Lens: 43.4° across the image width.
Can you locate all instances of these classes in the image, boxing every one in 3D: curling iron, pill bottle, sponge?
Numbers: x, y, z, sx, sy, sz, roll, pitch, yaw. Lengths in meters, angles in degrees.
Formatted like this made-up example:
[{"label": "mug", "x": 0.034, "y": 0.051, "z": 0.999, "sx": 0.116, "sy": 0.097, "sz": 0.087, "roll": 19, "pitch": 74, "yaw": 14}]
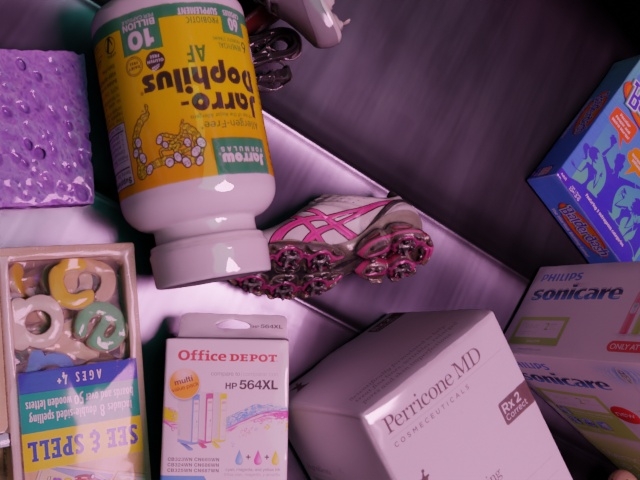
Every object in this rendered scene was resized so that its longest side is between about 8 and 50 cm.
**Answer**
[{"label": "curling iron", "x": 0.010, "y": -0.231, "z": 0.734, "sx": 0.068, "sy": 0.035, "sz": 0.274, "roll": 46, "pitch": 67, "yaw": -11}, {"label": "pill bottle", "x": -0.098, "y": -0.072, "z": 0.605, "sx": 0.117, "sy": 0.117, "sz": 0.208, "roll": -8, "pitch": 85, "yaw": -30}, {"label": "sponge", "x": -0.269, "y": -0.077, "z": 0.566, "sx": 0.210, "sy": 0.031, "sz": 0.117, "roll": -5, "pitch": 88, "yaw": -30}]

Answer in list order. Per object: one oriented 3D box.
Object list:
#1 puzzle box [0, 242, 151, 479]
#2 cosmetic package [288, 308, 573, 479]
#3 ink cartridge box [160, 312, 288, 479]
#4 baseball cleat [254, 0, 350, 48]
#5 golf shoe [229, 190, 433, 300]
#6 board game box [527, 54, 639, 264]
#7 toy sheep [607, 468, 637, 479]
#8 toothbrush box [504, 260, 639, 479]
[{"label": "puzzle box", "x": -0.312, "y": 0.146, "z": 0.510, "sx": 0.409, "sy": 0.052, "sz": 0.272, "roll": -4, "pitch": 88, "yaw": -30}, {"label": "cosmetic package", "x": 0.085, "y": 0.174, "z": 0.674, "sx": 0.151, "sy": 0.151, "sz": 0.184, "roll": -33, "pitch": 101, "yaw": -29}, {"label": "ink cartridge box", "x": -0.070, "y": 0.127, "z": 0.610, "sx": 0.092, "sy": 0.090, "sz": 0.143, "roll": 1, "pitch": 84, "yaw": -3}, {"label": "baseball cleat", "x": -0.073, "y": -0.222, "z": 0.659, "sx": 0.109, "sy": 0.072, "sz": 0.206, "roll": -37, "pitch": 83, "yaw": -6}, {"label": "golf shoe", "x": 0.000, "y": 0.000, "z": 0.702, "sx": 0.186, "sy": 0.067, "sz": 0.086, "roll": -7, "pitch": 47, "yaw": -19}, {"label": "board game box", "x": 0.341, "y": -0.081, "z": 0.903, "sx": 0.160, "sy": 0.047, "sz": 0.210, "roll": 48, "pitch": 64, "yaw": -17}, {"label": "toy sheep", "x": 0.326, "y": 0.306, "z": 0.838, "sx": 0.091, "sy": 0.091, "sz": 0.132, "roll": -8, "pitch": 81, "yaw": -30}, {"label": "toothbrush box", "x": 0.351, "y": 0.151, "z": 0.797, "sx": 0.283, "sy": 0.206, "sz": 0.122, "roll": 43, "pitch": 67, "yaw": -20}]
